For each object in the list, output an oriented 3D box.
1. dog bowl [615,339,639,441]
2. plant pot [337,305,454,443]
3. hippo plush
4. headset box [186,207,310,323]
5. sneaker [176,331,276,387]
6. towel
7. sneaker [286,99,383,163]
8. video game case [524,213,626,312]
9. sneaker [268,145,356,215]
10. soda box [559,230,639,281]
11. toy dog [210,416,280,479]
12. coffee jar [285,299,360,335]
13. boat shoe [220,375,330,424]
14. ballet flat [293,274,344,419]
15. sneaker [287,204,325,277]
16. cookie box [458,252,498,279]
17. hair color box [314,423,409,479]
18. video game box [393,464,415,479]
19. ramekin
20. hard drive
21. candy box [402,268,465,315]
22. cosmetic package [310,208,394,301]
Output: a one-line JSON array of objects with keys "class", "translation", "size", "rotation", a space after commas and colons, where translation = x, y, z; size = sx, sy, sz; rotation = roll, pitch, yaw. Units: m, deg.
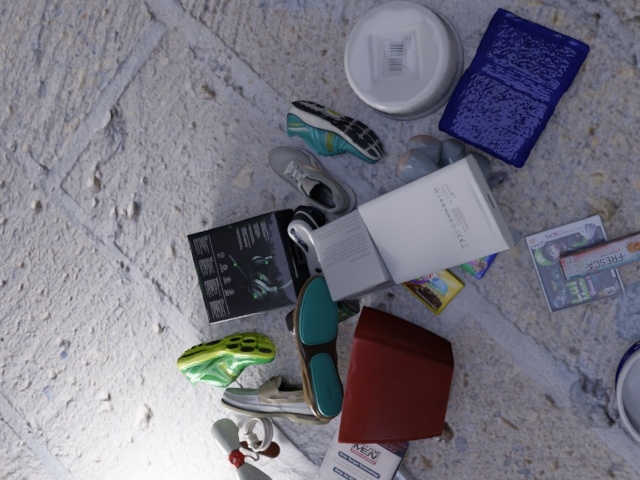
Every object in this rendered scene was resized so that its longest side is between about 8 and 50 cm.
[{"class": "dog bowl", "translation": [0.785, 0.333, 1.489], "size": [0.264, 0.104, 0.265], "rotation": [2, 96, 19]}, {"class": "plant pot", "translation": [0.187, 0.330, 1.634], "size": [0.235, 0.267, 0.267], "rotation": [9, 99, 7]}, {"class": "hippo plush", "translation": [0.280, -0.082, 1.603], "size": [0.294, 0.234, 0.237], "rotation": [41, 133, 16]}, {"class": "headset box", "translation": [-0.173, 0.064, 1.788], "size": [0.283, 0.131, 0.247], "rotation": [-16, 90, 21]}, {"class": "sneaker", "translation": [-0.247, 0.332, 1.873], "size": [0.295, 0.109, 0.124], "rotation": [-13, 111, 20]}, {"class": "towel", "translation": [0.433, -0.343, 1.555], "size": [0.227, 0.076, 0.308], "rotation": [31, 100, 17]}, {"class": "sneaker", "translation": [0.034, -0.257, 1.712], "size": [0.275, 0.107, 0.110], "rotation": [29, 124, 19]}, {"class": "video game case", "translation": [0.584, 0.055, 1.574], "size": [0.173, 0.022, 0.191], "rotation": [-19, 90, 21]}, {"class": "sneaker", "translation": [-0.032, -0.156, 1.719], "size": [0.262, 0.121, 0.099], "rotation": [34, 105, 13]}, {"class": "soda box", "translation": [0.626, 0.036, 1.512], "size": [0.183, 0.063, 0.058], "rotation": [-19, 89, 21]}, {"class": "toy dog", "translation": [-0.166, 0.638, 1.864], "size": [0.220, 0.161, 0.334], "rotation": [-19, 75, 24]}, {"class": "coffee jar", "translation": [0.003, 0.187, 1.757], "size": [0.184, 0.096, 0.079], "rotation": [-32, 50, 19]}, {"class": "boat shoe", "translation": [-0.116, 0.413, 1.825], "size": [0.302, 0.113, 0.103], "rotation": [5, 96, 9]}, {"class": "ballet flat", "translation": [-0.013, 0.260, 1.657], "size": [0.124, 0.116, 0.343], "rotation": [157, 105, -65]}, {"class": "sneaker", "translation": [0.000, 0.000, 1.751], "size": [0.079, 0.121, 0.217], "rotation": [-12, 126, 27]}, {"class": "cookie box", "translation": [0.374, 0.025, 1.636], "size": [0.091, 0.040, 0.107], "rotation": [34, 105, 14]}, {"class": "hair color box", "translation": [0.074, 0.630, 1.727], "size": [0.173, 0.105, 0.347], "rotation": [26, 104, 16]}, {"class": "video game box", "translation": [0.129, 0.641, 1.789], "size": [0.187, 0.048, 0.205], "rotation": [47, 108, 7]}, {"class": "ramekin", "translation": [0.188, -0.425, 1.603], "size": [0.277, 0.135, 0.277], "rotation": [2, 96, 20]}, {"class": "hard drive", "translation": [0.239, -0.035, 1.467], "size": [0.307, 0.040, 0.203], "rotation": [-23, 96, 45]}, {"class": "candy box", "translation": [0.247, 0.079, 1.695], "size": [0.206, 0.027, 0.105], "rotation": [42, 106, 11]}, {"class": "cosmetic package", "translation": [0.097, 0.037, 1.655], "size": [0.151, 0.151, 0.184], "rotation": [-24, 77, 28]}]
